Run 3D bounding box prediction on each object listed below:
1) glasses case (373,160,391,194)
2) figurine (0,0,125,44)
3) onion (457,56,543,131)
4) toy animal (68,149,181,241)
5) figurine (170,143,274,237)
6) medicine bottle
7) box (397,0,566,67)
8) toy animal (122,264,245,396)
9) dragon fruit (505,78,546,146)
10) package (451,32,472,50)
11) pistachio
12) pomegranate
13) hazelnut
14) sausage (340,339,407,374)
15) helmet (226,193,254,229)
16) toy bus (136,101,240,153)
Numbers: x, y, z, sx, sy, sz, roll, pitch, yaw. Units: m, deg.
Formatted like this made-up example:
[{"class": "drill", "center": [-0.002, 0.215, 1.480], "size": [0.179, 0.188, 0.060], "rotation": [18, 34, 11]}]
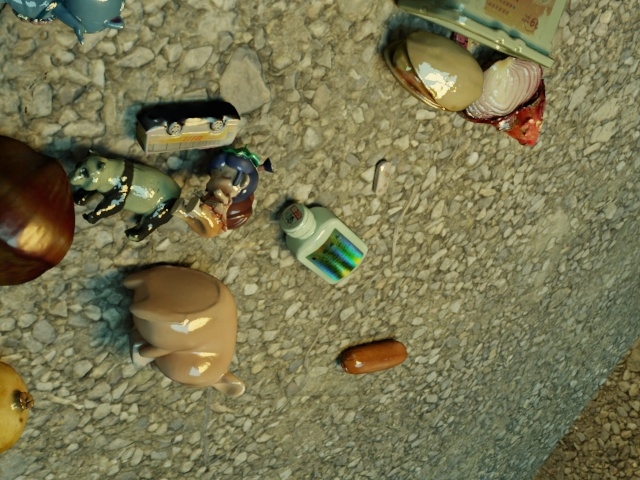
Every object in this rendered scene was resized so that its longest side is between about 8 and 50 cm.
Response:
[{"class": "glasses case", "center": [0.133, -0.134, 1.692], "size": [0.032, 0.021, 0.083], "rotation": [-18, 134, -30]}, {"class": "figurine", "center": [-0.351, -0.349, 1.059], "size": [0.178, 0.114, 0.144], "rotation": [-8, 128, -23]}, {"class": "onion", "center": [0.365, -0.309, 1.663], "size": [0.206, 0.098, 0.151], "rotation": [-19, 109, -17]}, {"class": "toy animal", "center": [-0.327, -0.078, 1.313], "size": [0.225, 0.094, 0.121], "rotation": [25, 106, -47]}, {"class": "figurine", "center": [-0.174, -0.089, 1.383], "size": [0.102, 0.111, 0.195], "rotation": [53, 54, -37]}, {"class": "medicine bottle", "center": [0.000, 0.000, 1.653], "size": [0.121, 0.083, 0.229], "rotation": [-44, 141, 5]}, {"class": "box", "center": [0.318, -0.457, 1.448], "size": [0.312, 0.175, 0.182], "rotation": [9, 108, -37]}, {"class": "toy animal", "center": [-0.262, 0.181, 1.520], "size": [0.213, 0.195, 0.256], "rotation": [-11, 134, -22]}, {"class": "dragon fruit", "center": [0.433, -0.285, 1.756], "size": [0.111, 0.153, 0.153], "rotation": [11, 128, 6]}, {"class": "package", "center": [0.282, -0.389, 1.587], "size": [0.059, 0.029, 0.083], "rotation": [0, 114, -30]}, {"class": "pistachio", "center": [0.223, -0.322, 1.512], "size": [0.215, 0.144, 0.144], "rotation": [15, 114, -33]}, {"class": "pomegranate", "center": [-0.588, 0.291, 1.360], "size": [0.196, 0.196, 0.196], "rotation": [-22, 135, -23]}, {"class": "hazelnut", "center": [-0.461, -0.041, 1.172], "size": [0.229, 0.229, 0.229], "rotation": [-22, 135, -23]}, {"class": "sausage", "center": [0.138, 0.303, 2.036], "size": [0.197, 0.076, 0.076], "rotation": [-5, 127, -35]}, {"class": "helmet", "center": [-0.162, -0.056, 1.494], "size": [0.111, 0.057, 0.089], "rotation": [-30, 136, -15]}, {"class": "toy bus", "center": [-0.223, -0.190, 1.331], "size": [0.172, 0.057, 0.072], "rotation": [-11, 136, -31]}]
